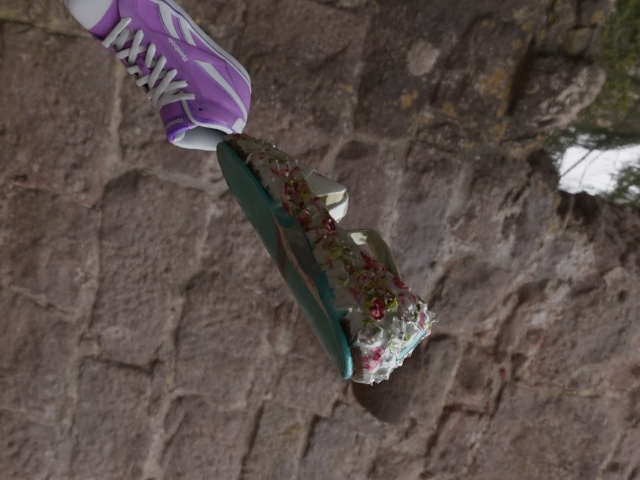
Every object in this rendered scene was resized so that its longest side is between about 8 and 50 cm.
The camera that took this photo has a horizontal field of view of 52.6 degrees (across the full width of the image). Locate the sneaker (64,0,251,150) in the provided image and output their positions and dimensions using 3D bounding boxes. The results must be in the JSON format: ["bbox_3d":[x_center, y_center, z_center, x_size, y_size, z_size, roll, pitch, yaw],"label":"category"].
[{"bbox_3d":[-0.206,-0.220,0.837,0.102,0.282,0.161,-31,-137,39],"label":"sneaker"}]

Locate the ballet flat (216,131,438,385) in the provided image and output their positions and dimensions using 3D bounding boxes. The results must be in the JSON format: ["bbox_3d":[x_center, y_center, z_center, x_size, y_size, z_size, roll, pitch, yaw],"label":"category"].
[{"bbox_3d":[0.000,0.000,0.480,0.241,0.077,0.091,57,-21,32],"label":"ballet flat"}]
